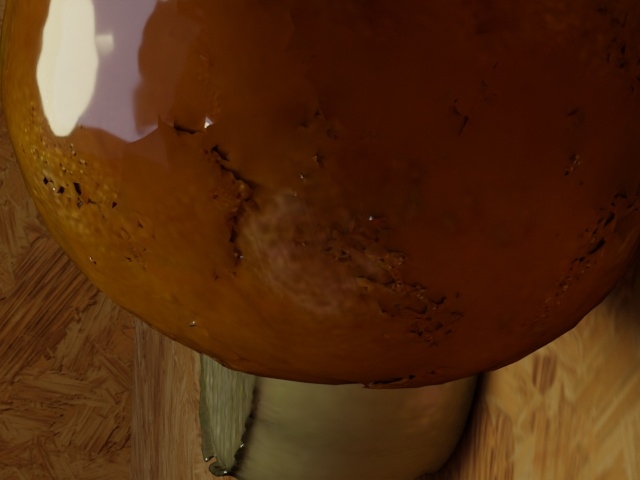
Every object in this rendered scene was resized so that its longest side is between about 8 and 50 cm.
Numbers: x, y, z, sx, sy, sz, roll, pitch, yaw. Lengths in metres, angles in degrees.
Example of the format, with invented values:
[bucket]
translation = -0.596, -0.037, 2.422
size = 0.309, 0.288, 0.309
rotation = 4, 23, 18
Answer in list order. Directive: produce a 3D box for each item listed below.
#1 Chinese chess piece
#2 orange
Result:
[Chinese chess piece]
translation = 0.000, 0.000, 0.812
size = 0.270, 0.112, 0.270
rotation = -179, 90, -78
[orange]
translation = 0.008, -0.070, 0.513
size = 0.240, 0.240, 0.240
rotation = 180, 90, -79
